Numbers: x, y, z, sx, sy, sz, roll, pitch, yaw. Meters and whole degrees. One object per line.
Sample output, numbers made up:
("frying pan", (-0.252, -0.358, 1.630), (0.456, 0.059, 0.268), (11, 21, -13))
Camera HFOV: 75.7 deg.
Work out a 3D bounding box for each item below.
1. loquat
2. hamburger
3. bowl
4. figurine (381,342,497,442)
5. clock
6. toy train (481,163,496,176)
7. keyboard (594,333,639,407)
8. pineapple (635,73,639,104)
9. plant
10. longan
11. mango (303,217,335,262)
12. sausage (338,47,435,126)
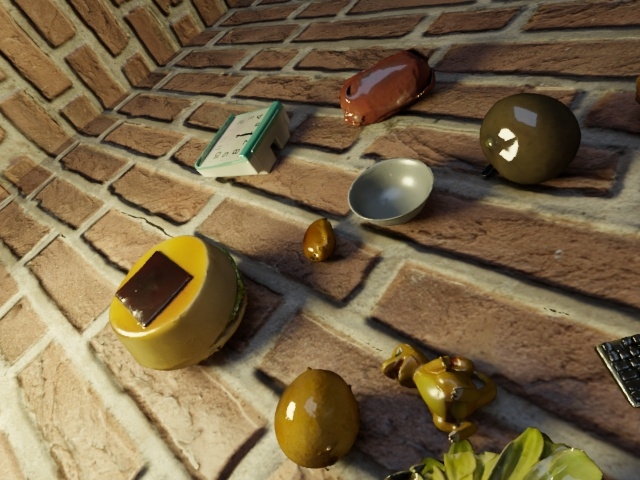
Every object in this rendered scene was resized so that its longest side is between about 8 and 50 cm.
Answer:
("loquat", (-0.004, 0.272, 0.637), (0.141, 0.141, 0.141), (-15, 46, 16))
("hamburger", (-0.294, 0.133, 0.891), (0.301, 0.176, 0.300), (-14, 47, 16))
("bowl", (0.162, -0.091, 0.912), (0.189, 0.086, 0.188), (-14, 48, 16))
("figurine", (0.184, 0.209, 0.637), (0.123, 0.121, 0.176), (-13, 20, -30))
("clock", (-0.236, -0.301, 1.308), (0.231, 0.116, 0.262), (-1, 50, 34))
("toy train", (0.383, -0.165, 0.908), (0.083, 0.017, 0.017), (-44, 43, -14))
("keyboard", (0.552, 0.132, 0.544), (0.317, 0.027, 0.106), (-20, 45, 12))
("pineapple", (0.748, -0.327, 0.775), (0.279, 0.157, 0.158), (-26, 42, -13))
("plant", (0.153, 0.338, 0.463), (0.305, 0.297, 0.261), (-64, 20, -10))
("longan", (0.413, -0.203, 0.821), (0.189, 0.189, 0.189), (-15, 46, 16))
("mango", (0.000, 0.000, 0.935), (0.077, 0.063, 0.127), (-19, 40, 20))
("sausage", (0.182, -0.426, 1.159), (0.280, 0.152, 0.152), (-27, 44, 7))
